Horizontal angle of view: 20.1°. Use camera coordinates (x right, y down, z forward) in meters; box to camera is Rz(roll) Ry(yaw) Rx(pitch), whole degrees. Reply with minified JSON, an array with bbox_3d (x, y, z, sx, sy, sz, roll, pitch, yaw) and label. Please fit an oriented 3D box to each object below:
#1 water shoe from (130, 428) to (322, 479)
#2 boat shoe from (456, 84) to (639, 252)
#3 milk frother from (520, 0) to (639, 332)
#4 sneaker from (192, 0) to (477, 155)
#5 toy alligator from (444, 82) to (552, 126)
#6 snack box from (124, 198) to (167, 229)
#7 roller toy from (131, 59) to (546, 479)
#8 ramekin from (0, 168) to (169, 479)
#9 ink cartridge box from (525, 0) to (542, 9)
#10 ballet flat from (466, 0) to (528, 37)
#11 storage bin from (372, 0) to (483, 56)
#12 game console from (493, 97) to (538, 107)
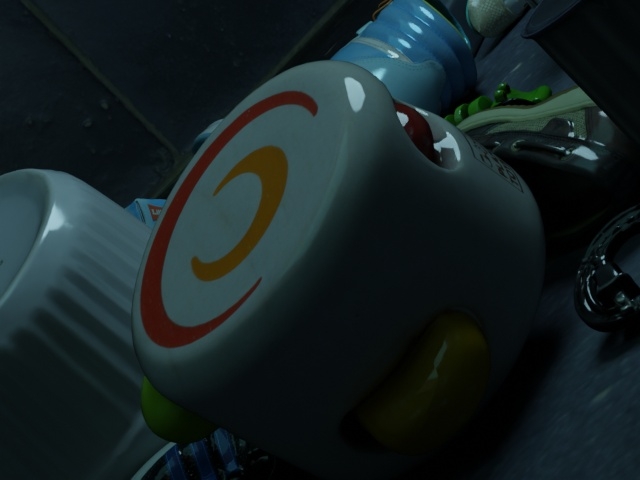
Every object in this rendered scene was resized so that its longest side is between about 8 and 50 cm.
[{"bbox_3d":[-0.046,0.129,0.998,0.203,0.073,0.080,-53,20,-27],"label":"water shoe"},{"bbox_3d":[0.107,-0.028,0.996,0.073,0.080,0.223,-44,12,-30],"label":"boat shoe"},{"bbox_3d":[0.135,-0.048,0.775,0.143,0.135,0.129,-45,8,-1],"label":"milk frother"},{"bbox_3d":[0.026,-0.122,1.627,0.208,0.127,0.319,-49,22,-24],"label":"sneaker"},{"bbox_3d":[0.123,-0.083,1.255,0.190,0.051,0.056,-39,11,34],"label":"toy alligator"},{"bbox_3d":[-0.154,0.066,1.483,0.187,0.060,0.322,2,-28,-42],"label":"snack box"},{"bbox_3d":[0.014,0.019,0.909,0.209,0.146,0.191,-18,48,52],"label":"roller toy"},{"bbox_3d":[-0.199,0.075,1.106,0.273,0.127,0.273,-33,27,20],"label":"ramekin"},{"bbox_3d":[0.259,-0.314,1.452,0.226,0.131,0.306,-40,9,26],"label":"ink cartridge box"},{"bbox_3d":[0.188,-0.251,1.730,0.052,0.057,0.168,-25,20,39],"label":"ballet flat"},{"bbox_3d":[0.108,-0.206,1.792,0.091,0.098,0.135,-29,15,25],"label":"storage bin"},{"bbox_3d":[0.127,-0.069,1.118,0.122,0.071,0.107,-33,15,50],"label":"game console"}]
